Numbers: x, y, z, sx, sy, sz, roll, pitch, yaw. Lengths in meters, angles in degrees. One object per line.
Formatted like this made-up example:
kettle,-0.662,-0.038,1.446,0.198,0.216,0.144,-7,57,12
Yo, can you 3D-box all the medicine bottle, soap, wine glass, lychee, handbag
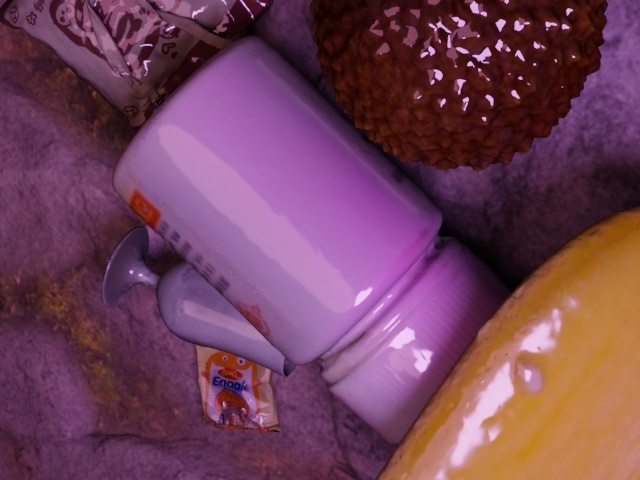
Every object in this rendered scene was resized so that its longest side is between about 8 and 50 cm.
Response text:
medicine bottle,0.000,0.000,1.161,0.388,0.219,0.219,43,121,0
soap,0.232,0.158,1.066,0.306,0.115,0.427,36,97,-31
wine glass,-0.123,0.070,1.318,0.231,0.103,0.103,21,116,13
lychee,0.122,-0.181,1.028,0.267,0.267,0.268,9,112,23
handbag,-0.199,-0.247,1.223,0.235,0.127,0.213,39,104,-2

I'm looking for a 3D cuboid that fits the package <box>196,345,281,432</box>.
package,-0.099,0.174,1.385,0.108,0.031,0.121,4,110,24
